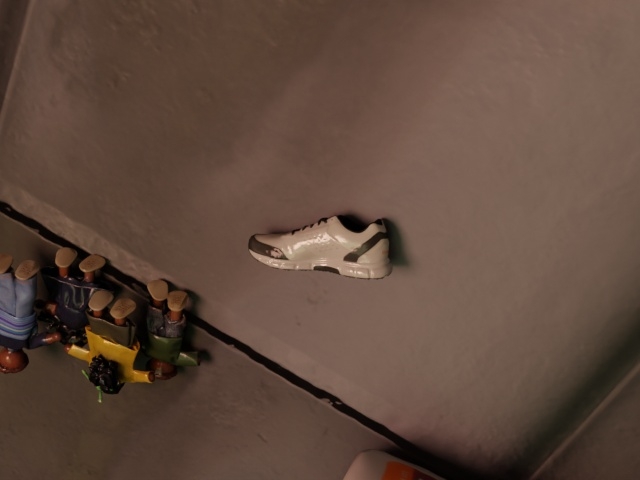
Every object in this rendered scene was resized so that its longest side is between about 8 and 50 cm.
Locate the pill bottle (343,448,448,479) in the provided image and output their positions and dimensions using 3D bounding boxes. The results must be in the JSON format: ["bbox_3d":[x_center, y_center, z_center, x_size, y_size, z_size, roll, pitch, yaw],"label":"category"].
[{"bbox_3d":[0.167,0.332,0.810,0.392,0.224,0.224,22,126,8],"label":"pill bottle"}]

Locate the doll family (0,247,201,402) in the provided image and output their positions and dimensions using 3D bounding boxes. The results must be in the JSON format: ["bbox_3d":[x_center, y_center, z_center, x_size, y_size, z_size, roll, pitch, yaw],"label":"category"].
[{"bbox_3d":[-0.196,0.075,0.889,0.193,0.076,0.111,23,131,13],"label":"doll family"}]

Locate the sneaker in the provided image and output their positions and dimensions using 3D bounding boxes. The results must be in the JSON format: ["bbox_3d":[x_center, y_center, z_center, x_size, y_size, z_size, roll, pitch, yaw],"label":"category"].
[{"bbox_3d":[0.000,0.000,0.786,0.109,0.040,0.044,4,106,15],"label":"sneaker"}]
